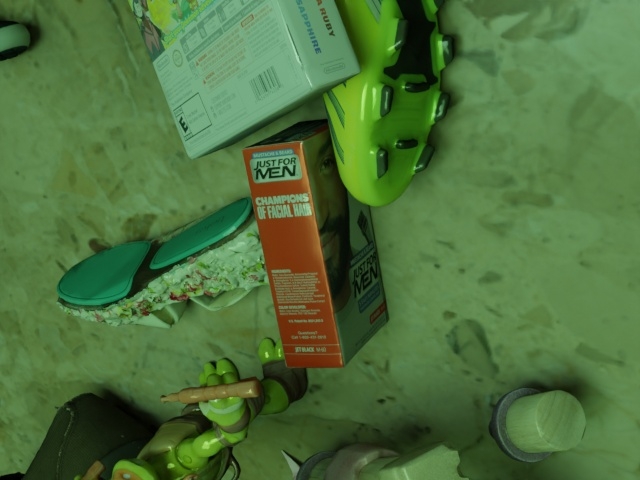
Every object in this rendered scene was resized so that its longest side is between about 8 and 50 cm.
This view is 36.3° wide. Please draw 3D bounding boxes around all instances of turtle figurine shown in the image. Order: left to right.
[{"bbox_3d":[-0.090,0.150,0.749,0.269,0.217,0.087,-40,88,31],"label":"turtle figurine"}]

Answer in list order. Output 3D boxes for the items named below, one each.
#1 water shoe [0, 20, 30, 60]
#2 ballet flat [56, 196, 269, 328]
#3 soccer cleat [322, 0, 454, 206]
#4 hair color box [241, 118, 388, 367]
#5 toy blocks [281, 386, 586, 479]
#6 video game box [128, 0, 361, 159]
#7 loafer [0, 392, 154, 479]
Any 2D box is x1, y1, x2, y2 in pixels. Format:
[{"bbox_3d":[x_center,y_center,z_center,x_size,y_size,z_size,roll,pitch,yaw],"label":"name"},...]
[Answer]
[{"bbox_3d":[-0.343,-0.188,0.844,0.203,0.073,0.080,0,105,26],"label":"water shoe"},{"bbox_3d":[-0.121,0.035,0.809,0.240,0.091,0.077,-17,124,35],"label":"ballet flat"},{"bbox_3d":[0.016,-0.168,0.665,0.121,0.093,0.289,5,109,37],"label":"soccer cleat"},{"bbox_3d":[0.000,0.000,0.724,0.053,0.093,0.167,-4,106,27],"label":"hair color box"},{"bbox_3d":[0.084,0.278,0.739,0.289,0.308,0.260,66,156,6],"label":"toy blocks"},{"bbox_3d":[-0.070,-0.168,0.669,0.205,0.048,0.187,-15,99,60],"label":"video game box"},{"bbox_3d":[-0.268,0.287,0.960,0.366,0.133,0.130,-50,58,21],"label":"loafer"}]
